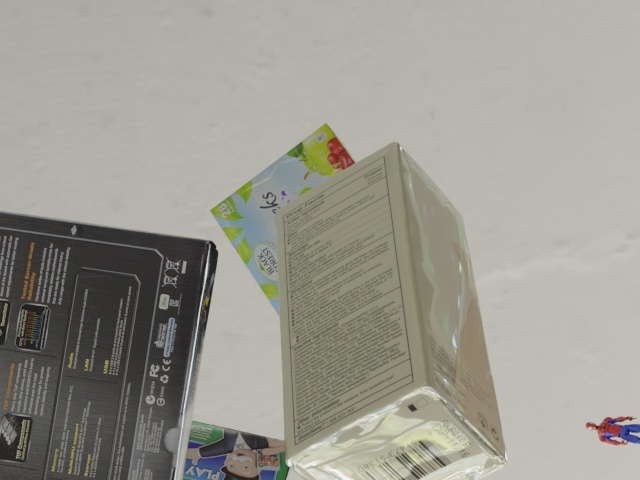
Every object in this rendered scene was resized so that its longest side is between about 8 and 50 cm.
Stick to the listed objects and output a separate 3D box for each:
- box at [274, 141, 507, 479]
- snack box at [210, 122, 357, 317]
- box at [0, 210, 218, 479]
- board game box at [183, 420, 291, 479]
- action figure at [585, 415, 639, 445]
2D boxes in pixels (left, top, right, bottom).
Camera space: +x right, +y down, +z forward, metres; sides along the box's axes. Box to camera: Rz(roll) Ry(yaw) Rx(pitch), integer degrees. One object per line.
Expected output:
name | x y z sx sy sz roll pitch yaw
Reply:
box | 0.053 0.075 1.383 0.121 0.148 0.311 45 -153 -33
snack box | 0.000 0.000 1.854 0.207 0.174 0.070 57 -174 26
box | -0.166 0.101 0.922 0.183 0.056 0.231 7 -96 3
board game box | -0.200 0.259 1.569 0.046 0.317 0.214 98 -174 -49
action figure | 0.381 0.238 1.999 0.030 0.115 0.038 29 -110 -50
